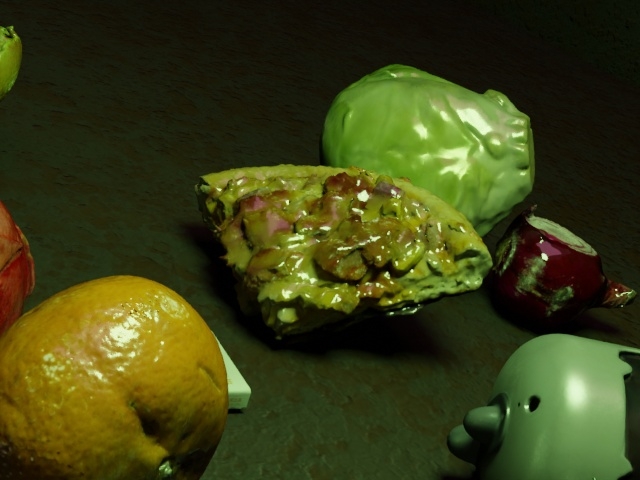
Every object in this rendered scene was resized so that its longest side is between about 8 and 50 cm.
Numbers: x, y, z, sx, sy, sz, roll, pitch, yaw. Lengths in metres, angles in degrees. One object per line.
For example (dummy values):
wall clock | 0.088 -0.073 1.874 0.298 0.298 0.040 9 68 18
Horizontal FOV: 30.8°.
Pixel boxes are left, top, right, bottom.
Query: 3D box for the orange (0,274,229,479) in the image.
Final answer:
orange | -0.173 0.137 0.930 0.170 0.224 0.224 37 30 28

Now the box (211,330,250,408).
box | -0.193 0.129 1.164 0.220 0.032 0.122 2 27 -30

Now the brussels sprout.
brussels sprout | 0.137 -0.089 1.577 0.317 0.273 0.243 22 6 25

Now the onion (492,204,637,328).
onion | 0.321 0.060 1.570 0.198 0.135 0.173 33 21 -1

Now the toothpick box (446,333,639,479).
toothpick box | 0.286 0.208 1.120 0.316 0.229 0.229 13 24 -6

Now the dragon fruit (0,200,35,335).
dragon fruit | -0.373 0.034 1.020 0.241 0.241 0.252 13 36 -9

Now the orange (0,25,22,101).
orange | -0.562 -0.219 1.487 0.335 0.196 0.262 11 9 -25

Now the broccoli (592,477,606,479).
broccoli | 0.190 0.292 0.771 0.298 0.297 0.297 0 56 0

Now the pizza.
pizza | 0.000 0.000 1.379 0.409 0.114 0.278 17 46 34
